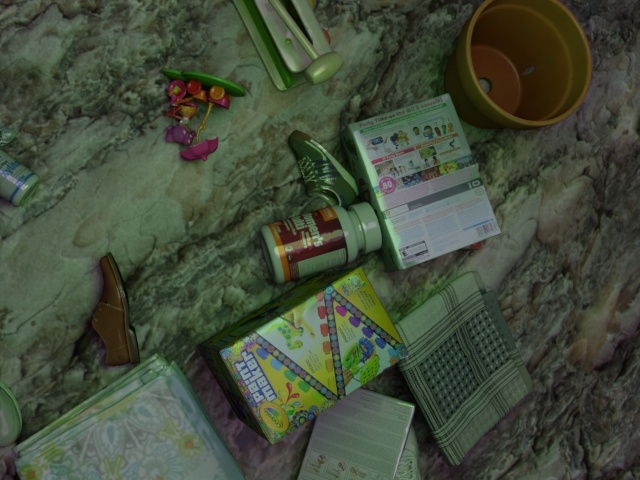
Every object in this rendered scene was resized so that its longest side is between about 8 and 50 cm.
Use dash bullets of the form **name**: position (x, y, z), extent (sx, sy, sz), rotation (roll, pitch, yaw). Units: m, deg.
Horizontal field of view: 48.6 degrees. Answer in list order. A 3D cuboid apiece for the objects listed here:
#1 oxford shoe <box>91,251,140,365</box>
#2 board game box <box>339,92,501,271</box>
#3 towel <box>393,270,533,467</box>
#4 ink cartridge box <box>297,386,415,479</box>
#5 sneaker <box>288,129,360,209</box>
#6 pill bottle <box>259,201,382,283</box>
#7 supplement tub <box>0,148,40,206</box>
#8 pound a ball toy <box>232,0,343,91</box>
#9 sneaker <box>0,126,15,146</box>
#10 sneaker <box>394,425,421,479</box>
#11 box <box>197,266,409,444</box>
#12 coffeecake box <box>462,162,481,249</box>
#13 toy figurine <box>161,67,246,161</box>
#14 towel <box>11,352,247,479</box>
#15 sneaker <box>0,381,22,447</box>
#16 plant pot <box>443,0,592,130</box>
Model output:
- **oxford shoe**: position (-0.387, 0.128, 1.302), extent (0.076, 0.076, 0.212), rotation (-10, 88, -12)
- **board game box**: position (0.197, -0.114, 1.424), extent (0.224, 0.097, 0.303), rotation (-19, 88, -11)
- **towel**: position (0.299, 0.246, 1.448), extent (0.324, 0.056, 0.312), rotation (-28, 92, -39)
- **ink cartridge box**: position (0.069, 0.401, 1.379), extent (0.181, 0.056, 0.224), rotation (16, 83, 14)
- **sneaker**: position (-0.005, -0.133, 1.448), extent (0.192, 0.064, 0.086), rotation (42, 69, -11)
- **pill bottle**: position (0.000, 0.000, 1.395), extent (0.221, 0.121, 0.121), rotation (-17, 89, -11)
- **supplement tub**: position (-0.569, -0.117, 1.276), extent (0.107, 0.071, 0.071), rotation (37, 75, -11)
- **pound a ball toy**: position (-0.053, -0.443, 1.396), extent (0.136, 0.208, 0.319), rotation (-27, 91, -17)
- **sneaker**: position (-0.605, -0.190, 1.274), extent (0.098, 0.069, 0.038), rotation (-14, 88, -18)
- **sneaker**: position (0.165, 0.484, 1.402), extent (0.110, 0.118, 0.292), rotation (-3, 83, -15)
- **box**: position (-0.046, 0.196, 1.281), extent (0.279, 0.290, 0.177), rotation (-30, 93, -17)
- **coffeecake box**: position (0.264, -0.072, 1.520), extent (0.142, 0.068, 0.185), rotation (1, 84, -16)
- **toy figurine**: position (-0.249, -0.236, 1.376), extent (0.173, 0.130, 0.159), rotation (15, 89, 8)
- **towel**: position (-0.319, 0.436, 1.276), extent (0.320, 0.090, 0.374), rotation (-32, 96, -14)
- **sneaker**: position (-0.605, 0.244, 1.197), extent (0.099, 0.121, 0.262), rotation (-35, 94, -17)
- **plant pot**: position (0.396, -0.361, 1.523), extent (0.291, 0.203, 0.290), rotation (2, 83, -17)
